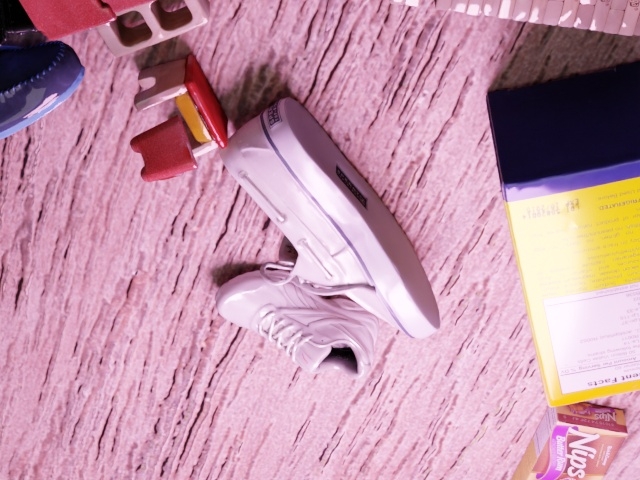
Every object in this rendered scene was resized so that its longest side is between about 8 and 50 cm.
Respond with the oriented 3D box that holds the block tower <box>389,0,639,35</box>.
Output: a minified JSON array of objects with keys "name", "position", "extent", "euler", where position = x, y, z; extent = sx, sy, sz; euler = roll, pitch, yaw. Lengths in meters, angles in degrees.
[{"name":"block tower","position":[0.226,-0.294,1.439],"extent":[0.335,0.091,0.097],"euler":[6,129,-4]}]

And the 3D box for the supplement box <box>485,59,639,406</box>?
[{"name":"supplement box","position":[0.329,-0.002,1.604],"extent":[0.194,0.195,0.357],"euler":[-11,127,9]}]

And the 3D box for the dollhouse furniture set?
[{"name":"dollhouse furniture set","position":[-0.175,-0.224,1.426],"extent":[0.152,0.201,0.374],"euler":[-19,126,13]}]

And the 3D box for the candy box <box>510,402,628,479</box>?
[{"name":"candy box","position":[0.359,0.316,1.947],"extent":[0.109,0.053,0.187],"euler":[12,129,-9]}]

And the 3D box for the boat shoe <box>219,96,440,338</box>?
[{"name":"boat shoe","position":[-0.001,0.004,1.649],"extent":[0.156,0.136,0.367],"euler":[-28,120,21]}]

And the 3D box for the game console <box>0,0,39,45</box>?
[{"name":"game console","position":[-0.332,-0.264,1.457],"extent":[0.107,0.122,0.071],"euler":[-9,161,-14]}]

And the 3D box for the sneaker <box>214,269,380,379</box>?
[{"name":"sneaker","position":[-0.027,0.115,1.748],"extent":[0.232,0.115,0.090],"euler":[17,127,-13]}]

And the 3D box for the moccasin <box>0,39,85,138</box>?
[{"name":"moccasin","position":[-0.438,-0.163,1.518],"extent":[0.341,0.138,0.117],"euler":[-18,122,13]}]
